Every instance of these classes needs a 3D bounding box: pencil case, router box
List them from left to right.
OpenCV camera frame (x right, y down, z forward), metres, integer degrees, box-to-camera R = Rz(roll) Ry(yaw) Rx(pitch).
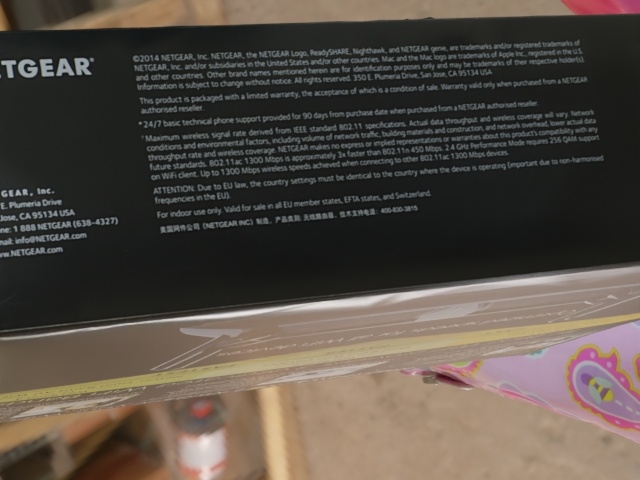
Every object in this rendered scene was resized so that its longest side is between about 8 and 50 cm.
[{"bbox_3d":[0.000,0.000,0.542,0.243,0.309,0.081,-28,69,62],"label":"router box"},{"bbox_3d":[0.154,0.059,1.000,0.284,0.124,0.124,15,126,40],"label":"pencil case"}]

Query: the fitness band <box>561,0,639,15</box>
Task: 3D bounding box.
[{"bbox_3d":[0.222,-0.194,0.811,0.054,0.291,0.209,13,97,58],"label":"fitness band"}]
